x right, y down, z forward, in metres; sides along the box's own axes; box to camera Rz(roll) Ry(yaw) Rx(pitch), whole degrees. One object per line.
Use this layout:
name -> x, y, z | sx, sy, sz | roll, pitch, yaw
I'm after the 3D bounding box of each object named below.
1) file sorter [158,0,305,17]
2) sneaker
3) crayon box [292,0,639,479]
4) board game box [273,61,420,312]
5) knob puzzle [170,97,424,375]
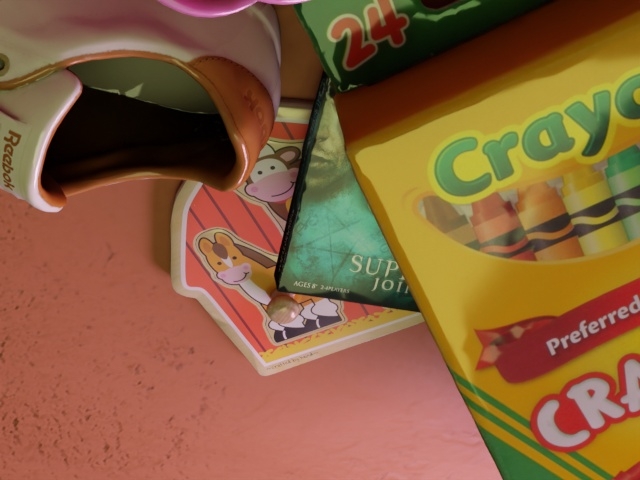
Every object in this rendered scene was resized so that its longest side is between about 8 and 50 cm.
file sorter -> -0.001, -0.175, 0.213 | 0.202, 0.291, 0.182 | 29, 79, -27
sneaker -> -0.159, -0.081, 0.430 | 0.290, 0.123, 0.106 | 6, 133, -8
crayon box -> 0.140, -0.007, 0.485 | 0.202, 0.081, 0.318 | -25, 114, 8
board game box -> 0.079, -0.019, 0.538 | 0.186, 0.026, 0.126 | 9, 112, -12
knob puzzle -> 0.000, 0.000, 0.576 | 0.213, 0.030, 0.213 | -2, 132, -2
